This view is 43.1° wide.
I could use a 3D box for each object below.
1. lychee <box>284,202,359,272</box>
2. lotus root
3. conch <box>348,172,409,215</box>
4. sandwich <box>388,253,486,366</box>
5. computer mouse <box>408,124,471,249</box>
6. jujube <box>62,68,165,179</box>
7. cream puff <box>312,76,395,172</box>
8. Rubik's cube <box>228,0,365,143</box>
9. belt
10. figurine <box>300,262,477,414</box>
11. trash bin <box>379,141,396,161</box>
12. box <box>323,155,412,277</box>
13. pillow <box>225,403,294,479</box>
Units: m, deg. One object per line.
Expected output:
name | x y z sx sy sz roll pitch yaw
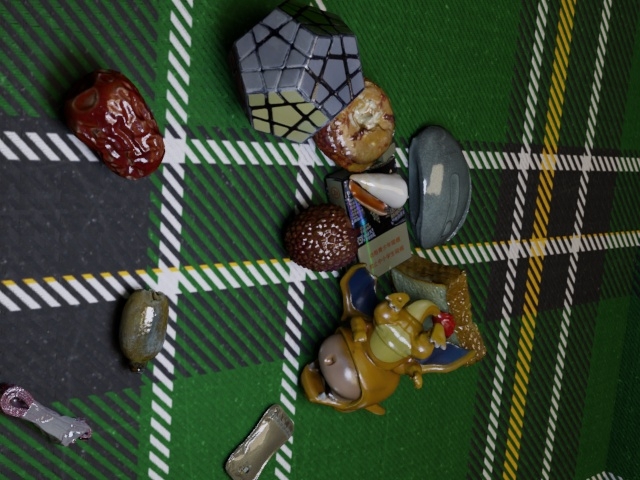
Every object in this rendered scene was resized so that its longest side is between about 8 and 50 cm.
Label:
lychee | 0.000 0.000 2.022 0.188 0.188 0.188 -11 107 -40
lotus root | -0.388 0.199 1.774 0.113 0.088 0.192 5 97 -49
conch | 0.150 -0.123 2.063 0.176 0.104 0.094 0 61 -38
sandwich | 0.323 0.189 2.284 0.099 0.271 0.301 -33 121 -22
computer mouse | 0.343 -0.144 2.332 0.203 0.114 0.373 -25 117 -37
jujube | -0.407 -0.228 1.619 0.155 0.155 0.230 -50 136 -22
cream puff | 0.077 -0.289 2.029 0.240 0.164 0.239 6 81 -41
Rubik's cube | -0.055 -0.378 1.815 0.264 0.319 0.319 49 65 -9
belt | -0.574 0.364 1.668 0.232 0.053 0.071 43 64 -39
figurine | 0.171 0.303 2.115 0.401 0.387 0.268 32 34 -13
trash bin | 0.145 -0.245 2.140 0.061 0.092 0.043 -42 140 -26
box | 0.132 -0.057 2.182 0.198 0.084 0.310 -28 118 -34
pillow | -0.156 0.531 2.095 0.217 0.033 0.130 -47 128 -24
